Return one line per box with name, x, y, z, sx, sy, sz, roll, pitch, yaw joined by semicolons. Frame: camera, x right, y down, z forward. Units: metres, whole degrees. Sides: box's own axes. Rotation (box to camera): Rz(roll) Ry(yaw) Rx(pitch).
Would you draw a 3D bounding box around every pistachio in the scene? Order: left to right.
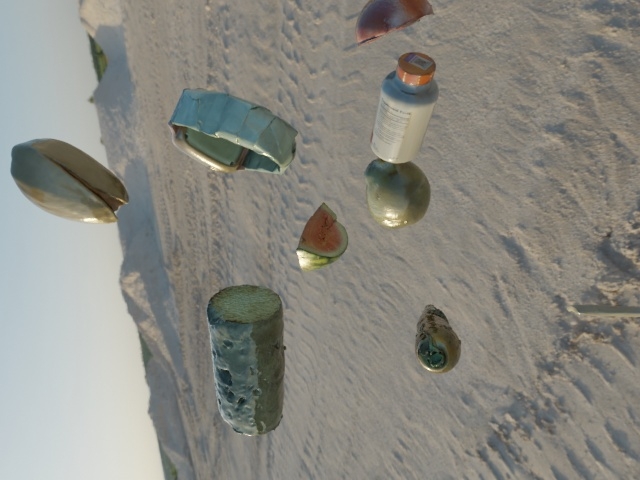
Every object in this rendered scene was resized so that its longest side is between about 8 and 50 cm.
pistachio;-0.423;-0.097;0.697;0.124;0.184;0.125;-42;32;34

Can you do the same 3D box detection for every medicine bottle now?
medicine bottle;0.235;-0.367;1.147;0.289;0.156;0.157;95;153;-57

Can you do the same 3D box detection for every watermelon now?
watermelon;0.013;0.006;0.721;0.163;0.068;0.087;-64;-26;-53

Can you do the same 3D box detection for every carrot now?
carrot;0.140;0.107;0.508;0.254;0.049;0.049;-9;-91;-78

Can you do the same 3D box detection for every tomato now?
tomato;0.196;-0.632;1.134;0.199;0.227;0.112;18;137;59

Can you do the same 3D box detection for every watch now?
watch;-0.186;-0.237;0.926;0.241;0.253;0.162;14;81;49

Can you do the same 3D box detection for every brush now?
brush;0.591;0.106;0.674;0.060;0.320;0.050;12;-103;-77

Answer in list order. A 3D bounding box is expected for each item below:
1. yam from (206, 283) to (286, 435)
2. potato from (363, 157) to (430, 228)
yam;-0.101;0.171;0.581;0.107;0.107;0.194;34;129;56
potato;0.298;-0.181;1.586;0.243;0.221;0.327;16;145;26
